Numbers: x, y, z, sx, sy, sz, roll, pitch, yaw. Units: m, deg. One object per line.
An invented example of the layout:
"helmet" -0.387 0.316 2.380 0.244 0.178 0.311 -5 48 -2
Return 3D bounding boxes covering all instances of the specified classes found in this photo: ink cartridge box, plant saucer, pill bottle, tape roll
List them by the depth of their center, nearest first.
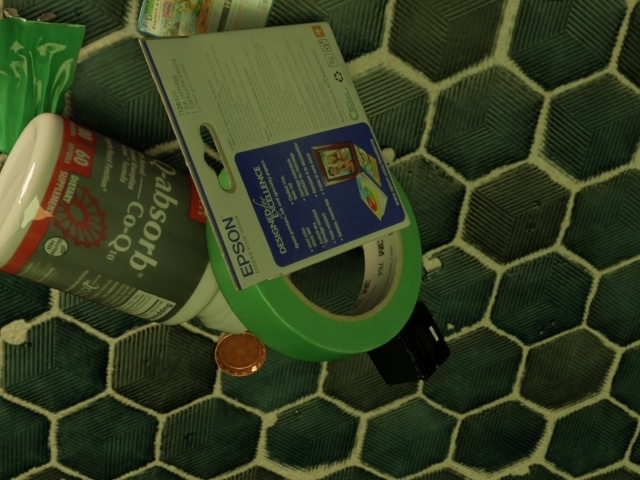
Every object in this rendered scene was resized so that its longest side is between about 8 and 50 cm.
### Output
"ink cartridge box" -0.055 -0.114 1.007 0.307 0.072 0.304 -20 87 -40
"pill bottle" -0.244 -0.007 1.097 0.362 0.210 0.210 23 110 -31
"tape roll" 0.000 0.000 1.104 0.321 0.321 0.077 40 143 -22
"plant saucer" -0.131 0.183 1.325 0.083 0.013 0.084 -3 115 -7

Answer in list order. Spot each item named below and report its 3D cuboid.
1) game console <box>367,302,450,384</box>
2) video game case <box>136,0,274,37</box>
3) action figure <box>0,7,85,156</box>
"game console" 0.142 0.174 1.361 0.107 0.071 0.122 -42 118 -22
"video game case" -0.152 -0.315 1.092 0.166 0.015 0.119 14 112 -14
"action figure" -0.391 -0.189 1.090 0.137 0.063 0.232 6 120 -12
